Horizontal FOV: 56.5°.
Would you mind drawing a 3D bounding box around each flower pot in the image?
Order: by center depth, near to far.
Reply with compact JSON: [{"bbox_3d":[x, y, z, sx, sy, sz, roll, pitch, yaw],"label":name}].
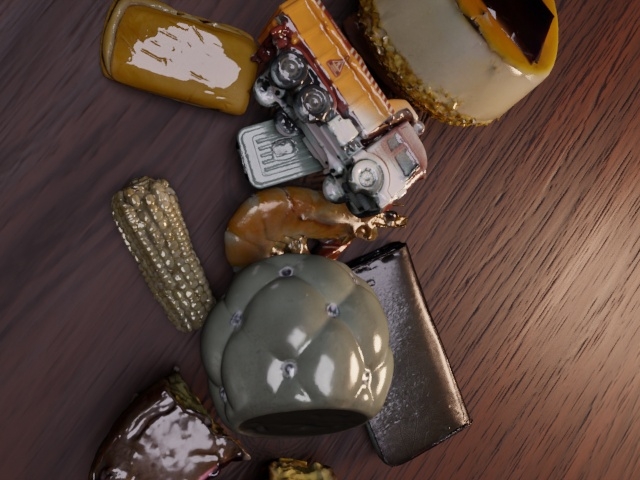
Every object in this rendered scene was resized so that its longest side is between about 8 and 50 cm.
[{"bbox_3d":[-0.028,0.133,0.747,0.245,0.246,0.195,4,60,-17],"label":"flower pot"}]

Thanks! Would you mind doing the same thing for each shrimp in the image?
[{"bbox_3d":[0.000,0.000,0.838,0.287,0.063,0.152,0,110,-28],"label":"shrimp"}]

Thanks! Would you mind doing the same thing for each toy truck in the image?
[{"bbox_3d":[0.021,-0.165,0.746,0.135,0.114,0.271,-39,101,-19],"label":"toy truck"}]

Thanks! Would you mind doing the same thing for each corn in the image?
[{"bbox_3d":[-0.202,0.018,0.780,0.087,0.087,0.211,-24,108,-14],"label":"corn"}]

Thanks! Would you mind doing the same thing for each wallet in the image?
[{"bbox_3d":[0.112,0.175,0.905,0.172,0.045,0.318,-24,100,-15],"label":"wallet"}]

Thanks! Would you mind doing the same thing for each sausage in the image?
[{"bbox_3d":[0.099,-0.256,0.861,0.047,0.040,0.177,-34,107,34],"label":"sausage"}]

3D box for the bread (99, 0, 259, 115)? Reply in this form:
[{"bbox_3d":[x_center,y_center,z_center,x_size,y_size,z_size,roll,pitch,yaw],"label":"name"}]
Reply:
[{"bbox_3d":[-0.179,-0.239,0.767,0.200,0.077,0.116,13,99,-17],"label":"bread"}]

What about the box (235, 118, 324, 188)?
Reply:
[{"bbox_3d":[-0.057,-0.122,0.814,0.122,0.069,0.084,-18,98,-15],"label":"box"}]

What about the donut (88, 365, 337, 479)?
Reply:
[{"bbox_3d":[-0.153,0.358,0.795,0.345,0.136,0.259,36,86,-16],"label":"donut"}]

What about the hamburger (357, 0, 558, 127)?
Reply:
[{"bbox_3d":[0.178,-0.288,0.791,0.276,0.179,0.294,41,53,-17],"label":"hamburger"}]
